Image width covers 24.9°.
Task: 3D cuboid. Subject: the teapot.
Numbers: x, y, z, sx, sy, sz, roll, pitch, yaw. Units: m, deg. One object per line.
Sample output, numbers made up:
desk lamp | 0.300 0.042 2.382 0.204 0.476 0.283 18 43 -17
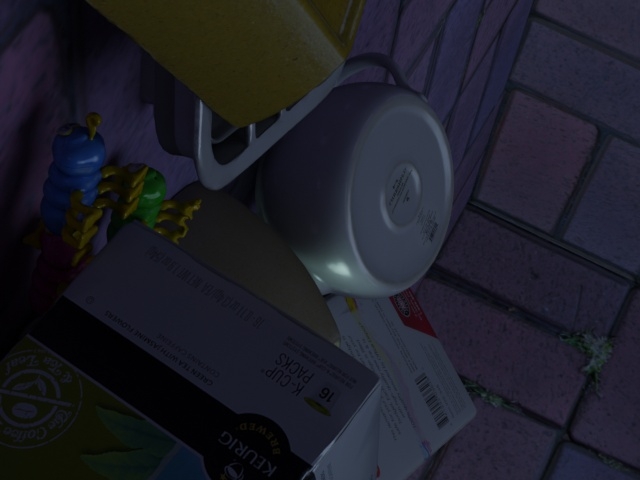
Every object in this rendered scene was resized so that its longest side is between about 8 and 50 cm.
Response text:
teapot | 0.017 -0.063 1.601 0.256 0.187 0.252 -24 114 -49

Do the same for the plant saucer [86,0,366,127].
plant saucer | -0.015 -0.252 0.833 0.333 0.081 0.332 37 68 -72

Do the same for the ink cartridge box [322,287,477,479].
ink cartridge box | 0.031 0.174 1.692 0.131 0.226 0.306 -28 178 32

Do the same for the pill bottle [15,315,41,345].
pill bottle | -0.189 0.084 1.164 0.152 0.086 0.086 -48 161 -57

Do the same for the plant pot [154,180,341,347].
plant pot | -0.093 0.110 1.422 0.284 0.191 0.284 -59 169 -20

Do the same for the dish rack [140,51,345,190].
dish rack | -0.045 -0.229 1.001 0.285 0.072 0.332 -47 148 -55

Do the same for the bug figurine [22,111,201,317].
bug figurine | -0.149 -0.043 1.088 0.279 0.072 0.216 -51 166 -56

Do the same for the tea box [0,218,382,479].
tea box | -0.133 0.225 1.028 0.323 0.220 0.329 -51 162 -23
